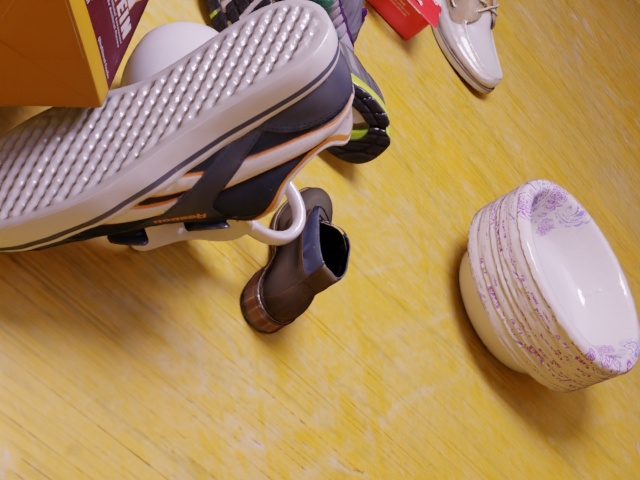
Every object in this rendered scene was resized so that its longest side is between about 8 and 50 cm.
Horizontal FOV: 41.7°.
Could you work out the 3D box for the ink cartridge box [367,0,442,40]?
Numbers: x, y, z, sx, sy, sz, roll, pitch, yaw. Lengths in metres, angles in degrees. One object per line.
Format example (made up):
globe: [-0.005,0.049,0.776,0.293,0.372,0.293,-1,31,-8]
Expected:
ink cartridge box: [0.132,-0.426,1.379,0.134,0.078,0.231,40,39,-23]

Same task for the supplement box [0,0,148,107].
supplement box: [-0.245,-0.213,0.644,0.129,0.192,0.194,85,10,-47]

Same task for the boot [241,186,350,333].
boot: [0.000,0.000,0.881,0.082,0.106,0.219,44,38,-20]

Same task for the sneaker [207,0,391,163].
sneaker: [-0.024,-0.229,1.045,0.300,0.111,0.121,49,22,-17]

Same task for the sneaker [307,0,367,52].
sneaker: [0.008,-0.327,1.076,0.098,0.083,0.223,-63,159,-13]

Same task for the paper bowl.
paper bowl: [0.303,0.071,1.157,0.284,0.148,0.284,31,43,-34]

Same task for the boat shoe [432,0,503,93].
boat shoe: [0.259,-0.410,1.498,0.113,0.103,0.302,-7,70,-52]

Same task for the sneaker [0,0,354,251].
sneaker: [-0.119,-0.056,0.654,0.127,0.321,0.126,60,8,-50]

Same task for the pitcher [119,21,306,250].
pitcher: [-0.102,-0.094,0.807,0.178,0.125,0.207,6,65,-32]
